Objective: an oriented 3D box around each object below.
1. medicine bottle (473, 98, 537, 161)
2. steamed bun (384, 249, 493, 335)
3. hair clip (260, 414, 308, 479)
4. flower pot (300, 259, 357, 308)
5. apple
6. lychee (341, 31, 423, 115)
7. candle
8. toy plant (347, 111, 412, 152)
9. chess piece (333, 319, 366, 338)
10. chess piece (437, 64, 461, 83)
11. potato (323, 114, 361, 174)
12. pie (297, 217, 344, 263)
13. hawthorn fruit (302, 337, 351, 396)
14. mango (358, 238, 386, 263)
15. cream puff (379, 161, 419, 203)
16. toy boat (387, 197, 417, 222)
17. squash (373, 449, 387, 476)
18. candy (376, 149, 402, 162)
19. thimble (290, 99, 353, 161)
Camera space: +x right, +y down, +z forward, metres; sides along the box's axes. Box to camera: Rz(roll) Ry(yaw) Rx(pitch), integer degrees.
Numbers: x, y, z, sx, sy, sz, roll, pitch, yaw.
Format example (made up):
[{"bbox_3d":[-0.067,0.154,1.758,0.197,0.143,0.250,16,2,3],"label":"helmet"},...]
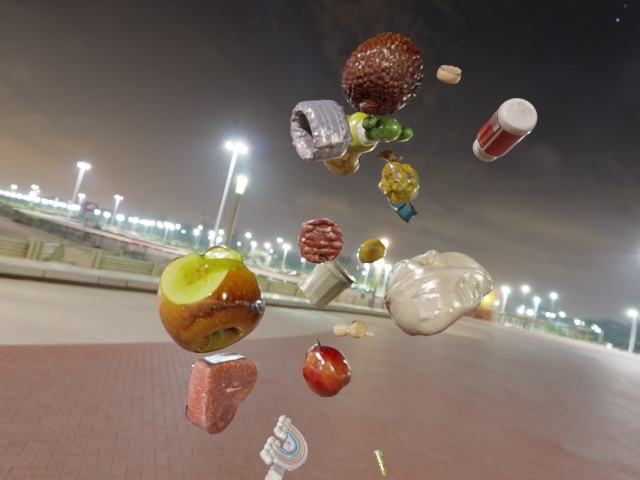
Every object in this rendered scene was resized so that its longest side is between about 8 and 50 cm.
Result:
[{"bbox_3d":[0.639,-0.380,1.477,0.131,0.131,0.250,12,-15,0],"label":"medicine bottle"},{"bbox_3d":[0.344,0.137,1.316,0.324,0.220,0.310,-31,2,-8],"label":"steamed bun"},{"bbox_3d":[-0.112,0.673,1.335,0.140,0.054,0.220,33,26,6],"label":"hair clip"},{"bbox_3d":[0.025,0.184,1.875,0.212,0.202,0.212,44,7,-6],"label":"flower pot"},{"bbox_3d":[-0.373,0.184,1.441,0.374,0.374,0.384,15,-47,-29],"label":"apple"},{"bbox_3d":[0.231,-0.630,1.608,0.305,0.330,0.306,20,-13,5],"label":"lychee"},{"bbox_3d":[-0.380,0.559,1.627,0.131,0.317,0.287,5,-50,33],"label":"candle"},{"bbox_3d":[0.242,-0.490,1.859,0.224,0.185,0.315,14,-1,-33],"label":"toy plant"},{"bbox_3d":[0.108,0.339,1.586,0.066,0.066,0.122,16,-24,-41],"label":"chess piece"},{"bbox_3d":[0.454,-0.586,1.480,0.083,0.084,0.038,12,-46,5],"label":"chess piece"},{"bbox_3d":[0.117,-0.494,2.153,0.246,0.300,0.196,6,1,-3],"label":"potato"},{"bbox_3d":[0.000,0.000,1.281,0.153,0.154,0.038,14,16,-18],"label":"pie"},{"bbox_3d":[0.013,0.461,1.565,0.181,0.235,0.181,-17,13,4],"label":"hawthorn fruit"},{"bbox_3d":[0.275,0.064,2.288,0.091,0.130,0.195,-26,-16,-39],"label":"mango"},{"bbox_3d":[0.273,-0.206,1.444,0.146,0.146,0.116,11,-10,12],"label":"cream puff"},{"bbox_3d":[0.303,-0.150,1.585,0.185,0.075,0.077,53,-7,-27],"label":"toy boat"},{"bbox_3d":[0.217,0.799,1.503,0.027,0.083,0.027,-13,-38,-11],"label":"squash"},{"bbox_3d":[0.319,-0.382,1.916,0.046,0.053,0.182,18,14,-30],"label":"candy"},{"bbox_3d":[0.002,-0.419,1.600,0.172,0.236,0.205,-13,-38,-24],"label":"thimble"}]
